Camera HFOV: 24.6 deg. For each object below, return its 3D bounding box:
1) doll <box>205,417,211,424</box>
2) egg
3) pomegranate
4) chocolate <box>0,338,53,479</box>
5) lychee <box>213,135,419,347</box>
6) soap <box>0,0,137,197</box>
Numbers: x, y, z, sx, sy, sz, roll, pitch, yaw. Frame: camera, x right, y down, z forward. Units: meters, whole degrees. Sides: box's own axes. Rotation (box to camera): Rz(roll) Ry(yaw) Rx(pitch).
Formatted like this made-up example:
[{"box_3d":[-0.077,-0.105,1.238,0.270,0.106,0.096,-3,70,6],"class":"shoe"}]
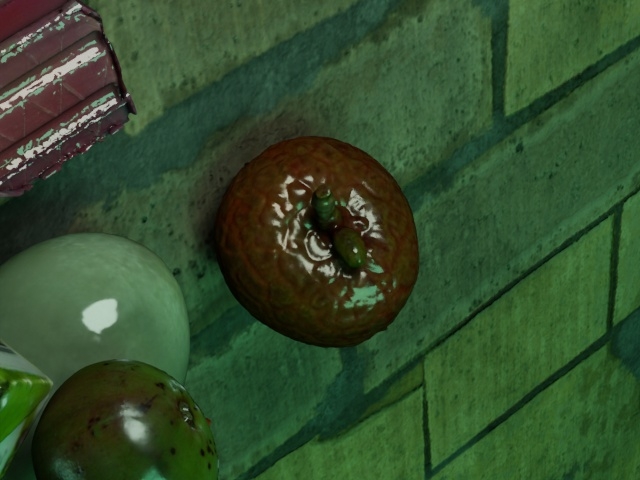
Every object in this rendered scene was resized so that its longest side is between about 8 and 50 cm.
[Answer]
[{"box_3d":[-0.219,0.329,1.902,0.245,0.076,0.142,-49,-176,-2],"class":"doll"},{"box_3d":[-0.281,0.153,1.532,0.352,0.258,0.258,-59,145,-2],"class":"egg"},{"box_3d":[-0.203,0.218,1.351,0.224,0.181,0.181,-38,146,10],"class":"pomegranate"},{"box_3d":[-0.426,0.166,1.357,0.289,0.301,0.137,-59,158,10],"class":"chocolate"},{"box_3d":[0.000,0.000,1.727,0.255,0.255,0.300,-30,174,-28],"class":"lychee"},{"box_3d":[-0.311,-0.125,1.392,0.250,0.099,0.162,-36,142,-22],"class":"soap"}]
